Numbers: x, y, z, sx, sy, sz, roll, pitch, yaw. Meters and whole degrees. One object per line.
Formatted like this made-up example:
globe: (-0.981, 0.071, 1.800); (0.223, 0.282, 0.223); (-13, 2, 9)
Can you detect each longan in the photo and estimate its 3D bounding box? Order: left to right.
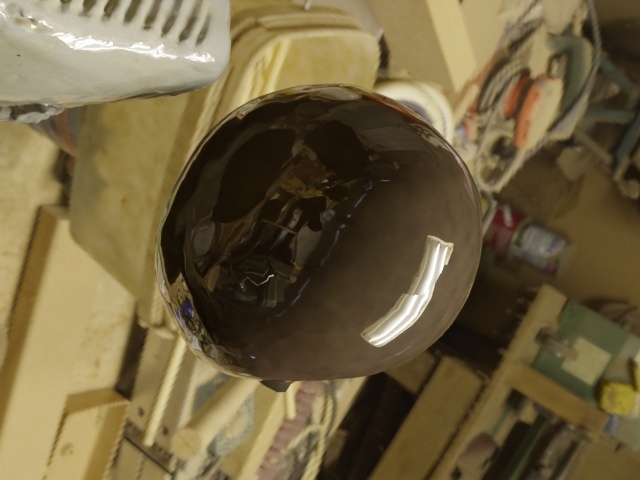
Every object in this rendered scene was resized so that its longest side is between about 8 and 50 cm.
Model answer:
longan: (-0.002, -0.003, 0.843); (0.297, 0.297, 0.297); (-38, 144, -35)

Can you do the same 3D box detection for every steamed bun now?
steamed bun: (-0.263, -0.218, 0.676); (0.383, 0.236, 0.247); (10, 69, -40)
